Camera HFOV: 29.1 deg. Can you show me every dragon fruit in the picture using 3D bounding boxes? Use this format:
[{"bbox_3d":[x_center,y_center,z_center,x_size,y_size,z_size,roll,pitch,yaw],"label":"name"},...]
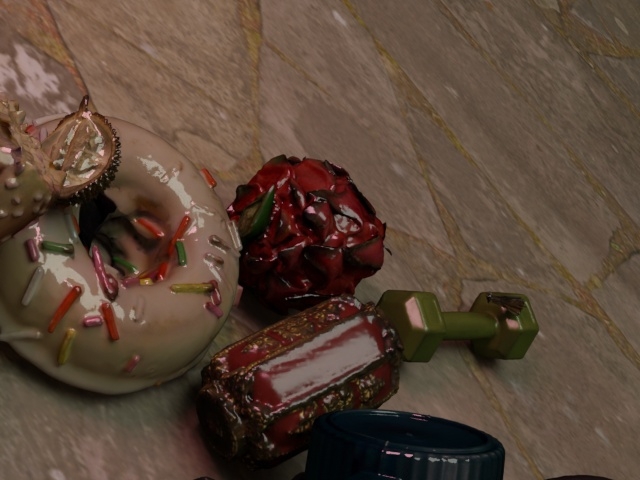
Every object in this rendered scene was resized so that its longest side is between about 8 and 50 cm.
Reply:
[{"bbox_3d":[0.000,0.000,1.714,0.293,0.234,0.233,5,59,-36],"label":"dragon fruit"}]

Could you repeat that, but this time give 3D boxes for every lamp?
[{"bbox_3d":[-0.024,0.179,1.566,0.274,0.177,0.177,-26,82,-29],"label":"lamp"}]

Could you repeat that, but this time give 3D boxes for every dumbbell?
[{"bbox_3d":[0.211,0.132,1.913,0.302,0.108,0.121,2,62,-43],"label":"dumbbell"}]

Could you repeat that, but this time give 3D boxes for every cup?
[{"bbox_3d":[0.063,0.356,1.408,0.308,0.242,0.292,5,94,-41],"label":"cup"}]

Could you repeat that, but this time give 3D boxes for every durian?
[{"bbox_3d":[-0.275,-0.095,1.408,0.110,0.071,0.140,6,66,7],"label":"durian"}]

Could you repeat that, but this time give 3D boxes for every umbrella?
[{"bbox_3d":[0.289,0.097,1.916,0.083,0.020,0.031,17,91,-36],"label":"umbrella"}]

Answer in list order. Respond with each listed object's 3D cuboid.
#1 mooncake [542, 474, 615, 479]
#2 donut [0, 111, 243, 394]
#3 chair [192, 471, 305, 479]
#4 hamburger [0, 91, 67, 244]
[{"bbox_3d":[0.342,0.459,1.660,0.154,0.306,0.306,13,55,-37],"label":"mooncake"},{"bbox_3d":[-0.260,0.001,1.522,0.383,0.142,0.382,25,47,-30],"label":"donut"},{"bbox_3d":[-0.120,0.333,1.425,0.145,0.140,0.221,43,38,-10],"label":"chair"},{"bbox_3d":[-0.463,-0.110,1.295,0.445,0.287,0.268,49,-5,46],"label":"hamburger"}]
